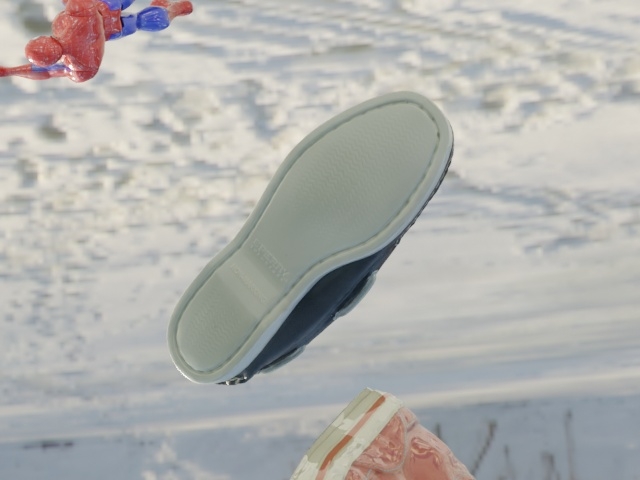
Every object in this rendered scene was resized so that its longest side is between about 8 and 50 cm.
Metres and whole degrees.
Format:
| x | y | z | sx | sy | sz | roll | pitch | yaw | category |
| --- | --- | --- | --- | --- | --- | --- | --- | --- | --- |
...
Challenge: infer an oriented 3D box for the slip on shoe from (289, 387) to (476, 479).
| x | y | z | sx | sy | sz | roll | pitch | yaw | category |
| --- | --- | --- | --- | --- | --- | --- | --- | --- | --- |
| 0.010 | 0.166 | 0.659 | 0.101 | 0.123 | 0.331 | 34 | -161 | 7 | slip on shoe |

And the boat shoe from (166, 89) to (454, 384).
| x | y | z | sx | sy | sz | roll | pitch | yaw | category |
| --- | --- | --- | --- | --- | --- | --- | --- | --- | --- |
| 0.000 | 0.000 | 1.119 | 0.302 | 0.114 | 0.091 | -41 | 158 | 21 | boat shoe |

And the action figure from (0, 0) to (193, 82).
| x | y | z | sx | sy | sz | roll | pitch | yaw | category |
| --- | --- | --- | --- | --- | --- | --- | --- | --- | --- |
| -0.233 | -0.217 | 1.334 | 0.139 | 0.091 | 0.280 | 8 | -155 | 14 | action figure |
